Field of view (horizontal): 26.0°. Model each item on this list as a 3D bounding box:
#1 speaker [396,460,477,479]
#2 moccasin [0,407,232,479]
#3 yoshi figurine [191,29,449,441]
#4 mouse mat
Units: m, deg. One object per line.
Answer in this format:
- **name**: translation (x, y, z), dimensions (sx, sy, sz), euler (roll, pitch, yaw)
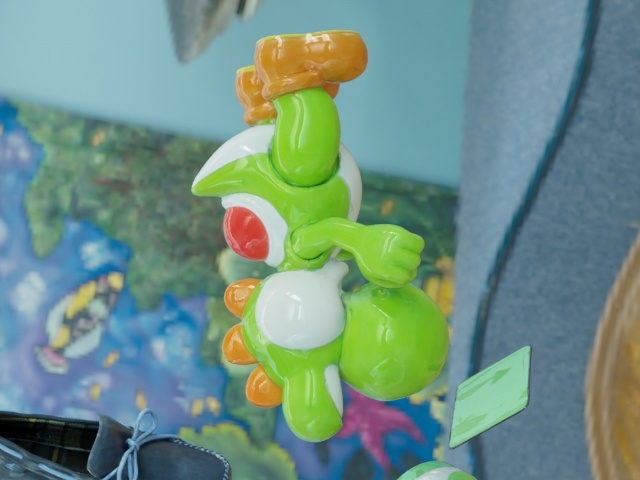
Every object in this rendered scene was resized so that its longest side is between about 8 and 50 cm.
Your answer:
- **speaker**: translation (0.182, 0.347, 1.401), dimensions (0.296, 0.131, 0.131), euler (39, 118, 49)
- **moccasin**: translation (-0.282, 0.285, 1.758), dimensions (0.137, 0.342, 0.117), euler (-95, 11, -51)
- **yoshi figurine**: translation (0.025, -0.001, 1.271), dimensions (0.203, 0.203, 0.362), euler (-10, 82, 34)
- **mouse mat**: translation (0.267, 0.244, 2.171), dimensions (0.153, 0.007, 0.189), euler (-33, 18, 24)
